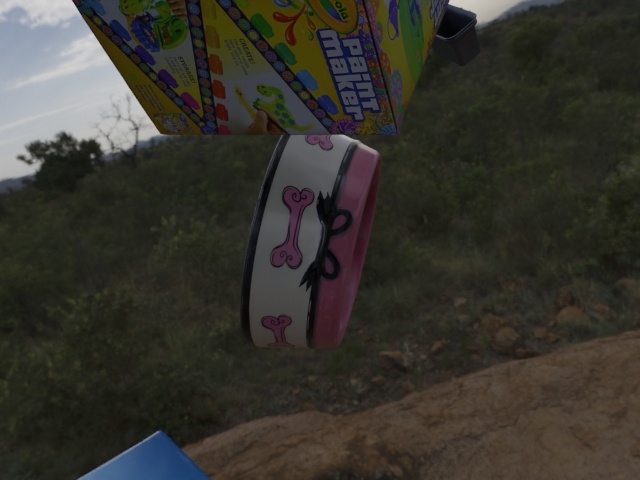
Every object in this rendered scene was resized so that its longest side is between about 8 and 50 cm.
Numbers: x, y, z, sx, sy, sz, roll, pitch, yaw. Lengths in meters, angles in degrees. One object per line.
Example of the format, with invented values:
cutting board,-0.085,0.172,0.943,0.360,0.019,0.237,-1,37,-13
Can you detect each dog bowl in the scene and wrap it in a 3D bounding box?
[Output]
dog bowl,0.000,0.000,0.975,0.150,0.408,0.408,13,20,8

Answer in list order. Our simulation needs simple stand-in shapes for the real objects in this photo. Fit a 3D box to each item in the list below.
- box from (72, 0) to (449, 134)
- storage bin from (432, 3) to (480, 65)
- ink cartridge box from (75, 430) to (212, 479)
box,-0.029,-0.266,0.570,0.279,0.177,0.290,5,54,26
storage bin,0.291,-0.448,1.233,0.098,0.091,0.135,-40,43,-1
ink cartridge box,-0.070,0.356,0.294,0.285,0.395,0.166,-49,-9,2
